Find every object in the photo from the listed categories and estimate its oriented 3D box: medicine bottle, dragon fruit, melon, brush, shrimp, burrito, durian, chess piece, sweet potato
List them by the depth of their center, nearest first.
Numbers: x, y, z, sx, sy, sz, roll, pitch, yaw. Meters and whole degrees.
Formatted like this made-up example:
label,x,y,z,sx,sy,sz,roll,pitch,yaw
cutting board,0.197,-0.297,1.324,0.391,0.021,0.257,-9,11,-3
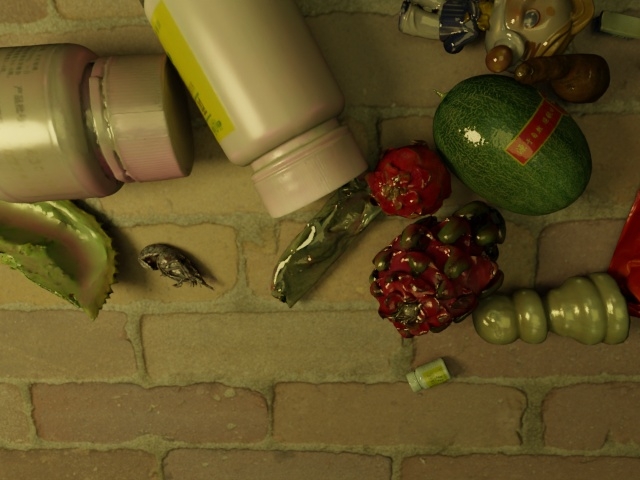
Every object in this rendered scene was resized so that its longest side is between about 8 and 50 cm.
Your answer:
label,x,y,z,sx,sy,sz,roll,pitch,yaw
sweet potato,0.382,-0.248,0.650,0.270,0.075,0.074,-6,109,-37
medicine bottle,-0.089,-0.242,0.681,0.214,0.213,0.378,-28,101,10
medicine bottle,-0.379,-0.188,0.698,0.302,0.241,0.240,-5,104,-4
melon,0.298,-0.158,0.699,0.288,0.182,0.182,34,104,-4
brush,0.536,-0.346,0.715,0.179,0.030,0.033,6,89,-9
dragon fruit,0.153,-0.100,0.717,0.166,0.136,0.132,2,89,-36
dragon fruit,0.213,0.044,0.743,0.273,0.198,0.218,-42,108,12
durian,-0.530,-0.005,0.793,0.356,0.169,0.157,29,104,-9
chess piece,0.411,0.138,0.802,0.244,0.133,0.133,-9,104,10
burrito,0.002,0.001,0.814,0.096,0.066,0.309,35,104,-17
shrimp,-0.283,0.060,0.854,0.165,0.056,0.065,35,88,4
medicine bottle,0.222,0.277,0.883,0.083,0.047,0.047,-28,101,9

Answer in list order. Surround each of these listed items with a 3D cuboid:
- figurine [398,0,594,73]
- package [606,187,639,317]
label,x,y,z,sx,sy,sz,roll,pitch,yaw
figurine,0.265,-0.338,0.683,0.275,0.133,0.193,-6,73,7
package,0.664,-0.050,0.733,0.196,0.123,0.423,11,104,-2
